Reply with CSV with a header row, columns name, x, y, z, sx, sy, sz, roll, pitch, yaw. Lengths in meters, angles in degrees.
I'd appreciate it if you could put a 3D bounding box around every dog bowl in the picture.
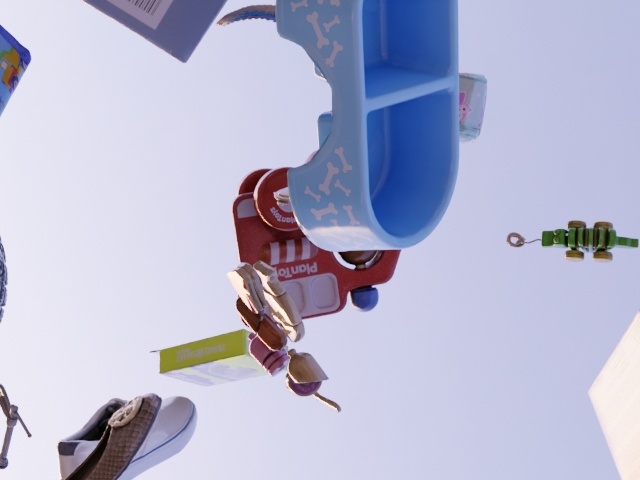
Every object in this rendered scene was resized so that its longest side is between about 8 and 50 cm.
name,x,y,z,sx,sy,sz,roll,pitch,yaw
dog bowl,0.050,-0.127,0.791,0.074,0.166,0.297,13,-65,41

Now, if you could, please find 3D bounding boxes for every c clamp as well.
name,x,y,z,sx,sy,sz,roll,pitch,yaw
c clamp,-0.501,0.301,1.475,0.137,0.022,0.161,55,-46,31

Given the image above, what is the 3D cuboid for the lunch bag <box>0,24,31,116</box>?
name,x,y,z,sx,sy,sz,roll,pitch,yaw
lunch bag,-0.438,-0.109,0.818,0.293,0.138,0.221,-13,-139,19

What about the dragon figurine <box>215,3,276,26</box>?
name,x,y,z,sx,sy,sz,roll,pitch,yaw
dragon figurine,0.030,-0.258,1.148,0.085,0.289,0.144,-135,-154,-63

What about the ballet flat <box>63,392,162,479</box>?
name,x,y,z,sx,sy,sz,roll,pitch,yaw
ballet flat,-0.264,0.263,1.032,0.250,0.058,0.084,-51,-171,3

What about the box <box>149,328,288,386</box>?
name,x,y,z,sx,sy,sz,roll,pitch,yaw
box,-0.149,0.174,1.361,0.178,0.109,0.042,-16,-117,30

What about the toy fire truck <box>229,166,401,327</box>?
name,x,y,z,sx,sy,sz,roll,pitch,yaw
toy fire truck,0.000,0.000,1.519,0.169,0.302,0.254,-169,-109,-72

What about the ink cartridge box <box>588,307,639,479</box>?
name,x,y,z,sx,sy,sz,roll,pitch,yaw
ink cartridge box,0.365,0.207,0.983,0.181,0.056,0.225,100,-19,-50

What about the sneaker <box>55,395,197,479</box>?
name,x,y,z,sx,sy,sz,roll,pitch,yaw
sneaker,-0.245,0.249,1.232,0.094,0.258,0.091,1,-75,24

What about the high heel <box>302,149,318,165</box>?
name,x,y,z,sx,sy,sz,roll,pitch,yaw
high heel,-0.037,-0.110,1.758,0.082,0.117,0.244,-11,-136,30

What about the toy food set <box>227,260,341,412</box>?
name,x,y,z,sx,sy,sz,roll,pitch,yaw
toy food set,-0.031,0.063,0.602,0.078,0.019,0.122,18,-40,55

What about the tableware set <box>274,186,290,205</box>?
name,x,y,z,sx,sy,sz,roll,pitch,yaw
tableware set,0.025,-0.062,1.293,0.141,0.168,0.020,31,-48,57

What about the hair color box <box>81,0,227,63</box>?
name,x,y,z,sx,sy,sz,roll,pitch,yaw
hair color box,-0.202,-0.348,1.064,0.114,0.185,0.374,-52,-157,20

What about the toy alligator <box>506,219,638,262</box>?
name,x,y,z,sx,sy,sz,roll,pitch,yaw
toy alligator,0.361,-0.002,1.357,0.189,0.051,0.056,2,-104,18

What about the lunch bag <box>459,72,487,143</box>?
name,x,y,z,sx,sy,sz,roll,pitch,yaw
lunch bag,0.142,-0.215,1.458,0.224,0.279,0.108,9,-84,5

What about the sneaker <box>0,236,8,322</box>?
name,x,y,z,sx,sy,sz,roll,pitch,yaw
sneaker,-0.348,0.082,0.810,0.109,0.130,0.286,96,-6,-66
